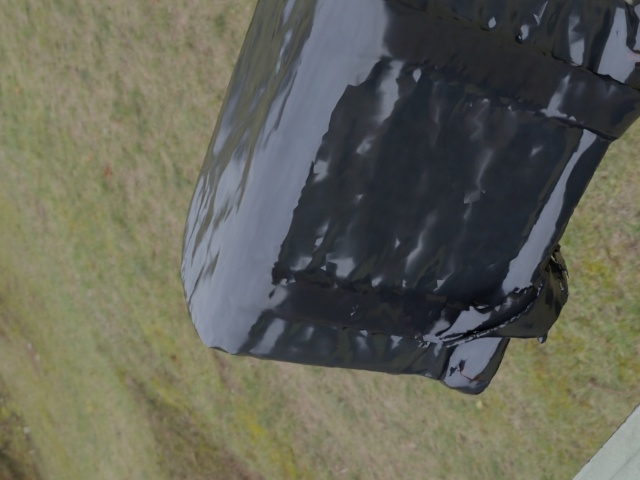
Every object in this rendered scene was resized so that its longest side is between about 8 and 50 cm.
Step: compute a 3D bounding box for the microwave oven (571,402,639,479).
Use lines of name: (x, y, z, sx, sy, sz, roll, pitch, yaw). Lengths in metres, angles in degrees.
microwave oven: (0.366, 0.391, 0.740, 0.394, 0.247, 0.333, -60, 20, 27)

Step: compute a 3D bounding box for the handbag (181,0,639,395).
handbag: (0.044, -0.051, 0.413, 0.181, 0.181, 0.255, -121, 49, -61)
